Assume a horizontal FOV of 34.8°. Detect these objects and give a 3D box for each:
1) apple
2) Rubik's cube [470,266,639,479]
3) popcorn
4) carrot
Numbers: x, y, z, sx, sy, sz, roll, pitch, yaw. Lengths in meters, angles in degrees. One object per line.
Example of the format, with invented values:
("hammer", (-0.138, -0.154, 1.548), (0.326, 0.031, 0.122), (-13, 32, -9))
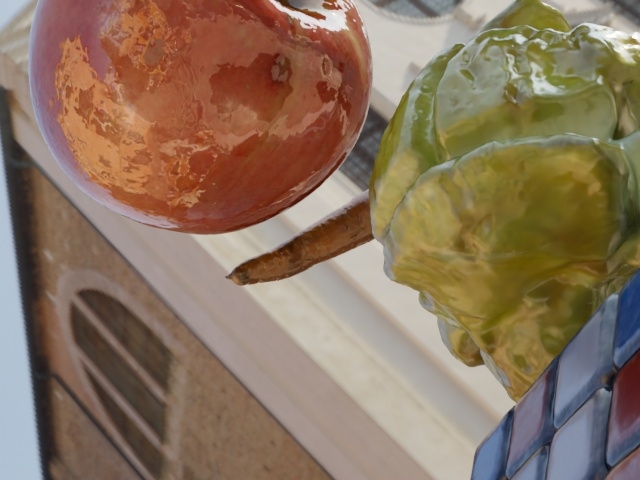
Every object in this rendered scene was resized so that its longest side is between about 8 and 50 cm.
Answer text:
("apple", (-0.134, -0.177, 1.084), (0.364, 0.364, 0.364), (-39, -23, -20))
("Rubik's cube", (0.225, 0.186, 0.418), (0.292, 0.287, 0.293), (115, 177, -49))
("popcorn", (0.170, -0.023, 0.739), (0.225, 0.277, 0.276), (-88, 20, -53))
("carrot", (0.000, 0.000, 1.234), (0.248, 0.059, 0.059), (-28, -26, -14))
